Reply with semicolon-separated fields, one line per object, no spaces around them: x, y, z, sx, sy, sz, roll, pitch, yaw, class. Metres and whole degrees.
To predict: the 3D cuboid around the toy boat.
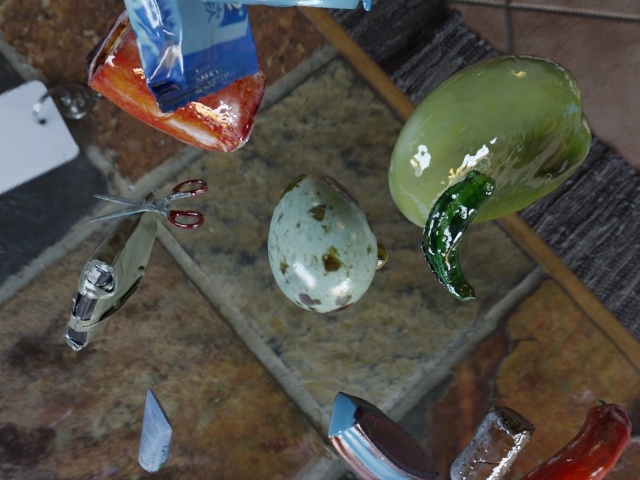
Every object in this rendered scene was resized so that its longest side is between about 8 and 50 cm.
0.134;0.407;1.220;0.079;0.392;0.136;-7;53;33;toy boat

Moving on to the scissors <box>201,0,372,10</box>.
-0.147;-0.196;0.463;0.393;0.180;0.032;-2;112;-15;scissors

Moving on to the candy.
-0.162;-0.319;0.674;0.187;0.077;0.331;-41;127;-44;candy

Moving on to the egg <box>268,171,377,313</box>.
0.000;0.000;0.981;0.169;0.169;0.231;-9;68;-9;egg

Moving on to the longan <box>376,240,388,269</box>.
0.115;0.034;1.388;0.075;0.083;0.075;-9;107;-30;longan

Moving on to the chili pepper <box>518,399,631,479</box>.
0.465;0.384;1.152;0.368;0.137;0.092;-23;102;-31;chili pepper

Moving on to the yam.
0.273;0.334;1.007;0.079;0.079;0.141;32;97;1;yam

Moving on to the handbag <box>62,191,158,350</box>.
-0.454;0.075;1.397;0.109;0.316;0.253;29;35;-5;handbag

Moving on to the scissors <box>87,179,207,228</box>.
-0.369;-0.075;1.351;0.247;0.017;0.144;-3;47;-1;scissors

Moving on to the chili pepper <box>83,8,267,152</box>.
-0.270;-0.337;1.243;0.305;0.229;0.251;29;79;-38;chili pepper

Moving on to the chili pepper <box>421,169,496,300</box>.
0.117;-0.004;0.549;0.055;0.035;0.118;7;100;4;chili pepper

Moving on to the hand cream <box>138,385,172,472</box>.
-0.311;0.372;1.196;0.058;0.271;0.091;-19;58;-31;hand cream

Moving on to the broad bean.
0.209;-0.113;0.757;0.291;0.238;0.119;-12;52;-30;broad bean
